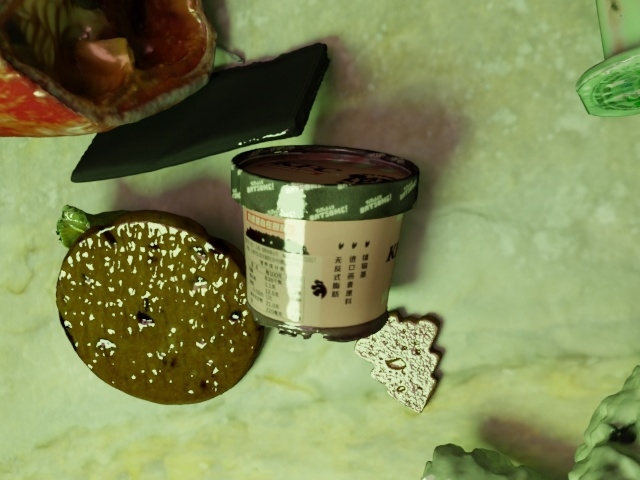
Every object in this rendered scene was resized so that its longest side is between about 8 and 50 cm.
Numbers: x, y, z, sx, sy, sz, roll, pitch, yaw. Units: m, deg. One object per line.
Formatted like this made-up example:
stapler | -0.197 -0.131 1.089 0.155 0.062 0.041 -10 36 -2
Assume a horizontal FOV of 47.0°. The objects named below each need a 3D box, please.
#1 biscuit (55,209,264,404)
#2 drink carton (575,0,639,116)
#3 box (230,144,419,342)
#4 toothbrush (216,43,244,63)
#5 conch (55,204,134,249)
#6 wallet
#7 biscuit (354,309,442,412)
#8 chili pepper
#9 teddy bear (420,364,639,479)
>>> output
biscuit | -0.152 0.069 0.706 0.212 0.036 0.212 3 117 6
drink carton | 0.235 -0.172 0.484 0.144 0.146 0.142 -11 83 25
box | 0.000 0.000 0.605 0.151 0.151 0.135 11 108 24
toothbrush | -0.112 -0.194 0.709 0.097 0.008 0.006 34 95 19
conch | -0.208 0.008 0.738 0.121 0.074 0.089 26 111 -21
wallet | -0.111 -0.110 0.666 0.244 0.124 0.025 -8 134 26
biscuit | 0.076 0.107 0.650 0.082 0.016 0.092 -23 87 20
chili pepper | -0.280 -0.203 0.653 0.305 0.251 0.229 4 112 27
teddy bear | 0.171 0.216 0.464 0.327 0.375 0.362 -130 36 -54
